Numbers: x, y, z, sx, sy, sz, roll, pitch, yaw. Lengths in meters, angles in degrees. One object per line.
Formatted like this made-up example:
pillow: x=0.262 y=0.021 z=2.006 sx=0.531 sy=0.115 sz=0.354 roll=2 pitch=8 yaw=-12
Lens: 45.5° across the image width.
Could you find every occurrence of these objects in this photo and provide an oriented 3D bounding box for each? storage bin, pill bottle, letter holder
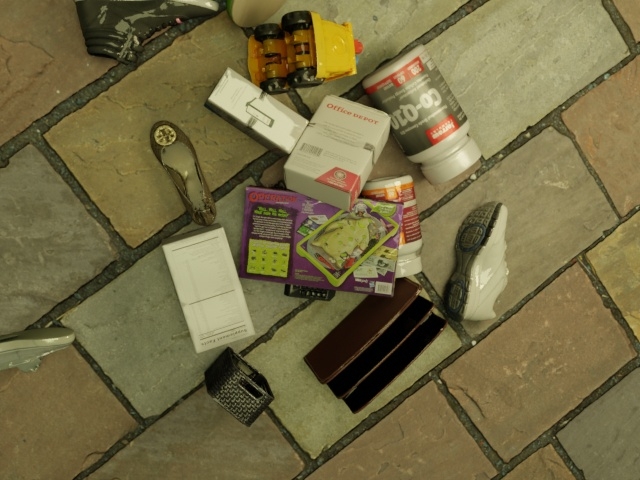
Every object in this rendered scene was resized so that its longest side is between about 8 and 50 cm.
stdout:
storage bin: x=-0.181 y=0.318 z=1.673 sx=0.122 sy=0.180 sz=0.084 roll=43 pitch=86 yaw=-12
pill bottle: x=0.165 y=-0.032 z=1.735 sx=0.121 sy=0.121 sz=0.221 roll=-12 pitch=98 yaw=-10
pill bottle: x=0.231 y=-0.276 z=1.700 sx=0.161 sy=0.161 sz=0.283 roll=-35 pitch=101 yaw=-6
letter holder: x=0.136 y=0.238 z=1.711 sx=0.302 sy=0.214 sz=0.152 roll=-44 pitch=102 yaw=-4

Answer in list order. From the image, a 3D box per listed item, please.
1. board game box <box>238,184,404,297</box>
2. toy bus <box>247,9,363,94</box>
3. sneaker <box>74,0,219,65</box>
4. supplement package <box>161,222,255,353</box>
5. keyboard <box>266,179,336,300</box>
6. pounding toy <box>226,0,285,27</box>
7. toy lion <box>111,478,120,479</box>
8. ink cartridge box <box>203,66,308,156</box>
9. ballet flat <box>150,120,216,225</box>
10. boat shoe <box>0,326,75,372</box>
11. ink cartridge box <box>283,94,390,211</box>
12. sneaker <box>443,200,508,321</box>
board game box: x=0.000 y=0.000 z=1.677 sx=0.347 sy=0.056 sz=0.208 roll=7 pitch=104 yaw=6
toy bus: x=-0.020 y=-0.398 z=1.645 sx=0.211 sy=0.220 sz=0.149 roll=-10 pitch=95 yaw=-43
sneaker: x=-0.360 y=-0.441 z=1.599 sx=0.296 sy=0.104 sz=0.147 roll=-2 pitch=98 yaw=-5
supplement package: x=-0.246 y=0.100 z=1.660 sx=0.139 sy=0.134 sz=0.244 roll=-17 pitch=99 yaw=-9
keyboard: x=-0.037 y=-0.026 z=1.742 sx=0.201 sy=0.033 sz=0.317 roll=8 pitch=94 yaw=-12
pounding toy: x=-0.130 y=-0.574 z=1.611 sx=0.237 sy=0.183 sz=0.110 roll=-43 pitch=76 yaw=-5
toy lion: x=-0.459 y=0.604 z=1.728 sx=0.100 sy=0.034 sz=0.096 roll=41 pitch=95 yaw=-12
ink cartridge box: x=-0.140 y=-0.271 z=1.634 sx=0.203 sy=0.148 sz=0.086 roll=32 pitch=87 yaw=-13
ballet flat: x=-0.296 y=-0.145 z=1.660 sx=0.084 sy=0.058 sz=0.250 roll=-24 pitch=98 yaw=-7
boat shoe: x=-0.635 y=0.242 z=1.633 sx=0.227 sy=0.079 sz=0.081 roll=-10 pitch=105 yaw=-4
ink cartridge box: x=0.038 y=-0.191 z=1.641 sx=0.158 sy=0.092 sz=0.218 roll=22 pitch=65 yaw=13
sneaker: x=0.388 y=0.053 z=1.813 sx=0.129 sy=0.111 sz=0.297 roll=12 pitch=98 yaw=-28
